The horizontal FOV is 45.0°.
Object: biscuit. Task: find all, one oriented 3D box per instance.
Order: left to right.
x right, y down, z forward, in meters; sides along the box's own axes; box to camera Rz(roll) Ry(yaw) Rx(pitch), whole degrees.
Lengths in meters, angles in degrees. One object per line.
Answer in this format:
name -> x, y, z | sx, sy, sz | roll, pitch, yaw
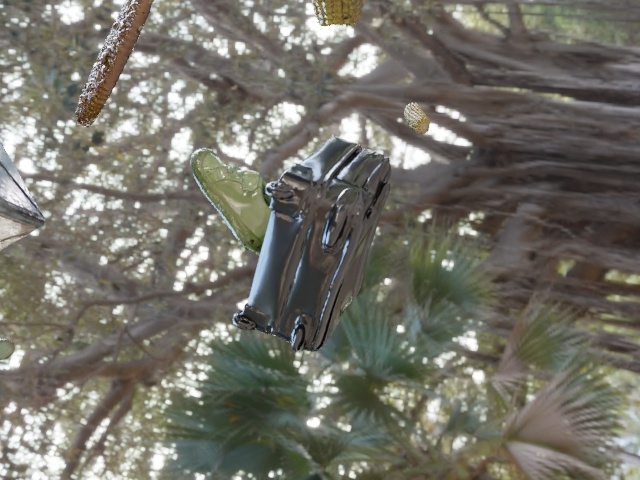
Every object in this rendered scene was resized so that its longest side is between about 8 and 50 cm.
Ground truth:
biscuit -> -0.327, -0.324, 1.248 | 0.038, 0.305, 0.305 | 25, -108, -22

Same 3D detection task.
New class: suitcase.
suitcase -> 0.000, 0.000, 1.457 | 0.339, 0.188, 0.345 | -53, -19, -58

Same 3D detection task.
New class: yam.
yam -> -0.617, 0.194, 1.429 | 0.043, 0.094, 0.043 | 12, -90, -72

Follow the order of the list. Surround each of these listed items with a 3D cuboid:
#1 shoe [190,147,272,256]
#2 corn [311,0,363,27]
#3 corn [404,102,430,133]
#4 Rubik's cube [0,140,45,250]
shoe -> -0.165, -0.086, 1.601 | 0.128, 0.262, 0.140 | -30, -15, -9
corn -> 0.021, -0.509, 1.264 | 0.115, 0.115, 0.318 | -50, -38, -48
corn -> 0.173, -0.217, 1.378 | 0.092, 0.037, 0.037 | -111, 14, -59
Rubik's cube -> -0.640, -0.083, 1.234 | 0.260, 0.254, 0.259 | 59, 175, 6
